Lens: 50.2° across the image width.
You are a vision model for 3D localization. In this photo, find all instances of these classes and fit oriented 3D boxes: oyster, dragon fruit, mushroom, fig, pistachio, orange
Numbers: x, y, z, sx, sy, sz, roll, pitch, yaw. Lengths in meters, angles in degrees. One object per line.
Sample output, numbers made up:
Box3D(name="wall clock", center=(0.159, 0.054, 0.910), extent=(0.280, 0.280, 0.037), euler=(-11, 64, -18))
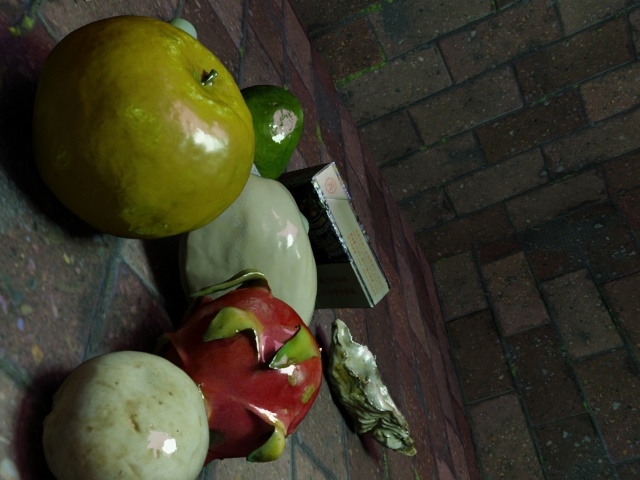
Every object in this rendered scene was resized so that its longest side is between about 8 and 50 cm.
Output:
Box3D(name="oyster", center=(0.098, 0.345, 1.510), extent=(0.341, 0.110, 0.166), euler=(60, 11, -20))
Box3D(name="dragon fruit", center=(-0.108, 0.166, 0.850), extent=(0.227, 0.224, 0.224), euler=(-31, 100, -60))
Box3D(name="mushroom", center=(-0.192, 0.190, 0.678), extent=(0.166, 0.127, 0.166), euler=(36, 25, -20))
Box3D(name="fig", center=(-0.164, -0.210, 1.274), extent=(0.235, 0.203, 0.203), euler=(14, 48, -30))
Box3D(name="pistachio", center=(-0.106, 0.056, 1.025), extent=(0.226, 0.207, 0.332), euler=(-26, 117, -46))
Box3D(name="orange", center=(-0.216, -0.132, 0.834), extent=(0.279, 0.235, 0.279), euler=(44, 23, -25))

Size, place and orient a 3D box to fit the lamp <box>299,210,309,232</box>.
Box3D(name="lamp", center=(-0.076, -0.003, 1.360), extent=(0.121, 0.121, 0.215), euler=(-96, 168, -45))

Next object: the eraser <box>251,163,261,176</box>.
Box3D(name="eraser", center=(-0.169, -0.098, 1.141), extent=(0.287, 0.130, 0.086), euler=(60, 15, -26))

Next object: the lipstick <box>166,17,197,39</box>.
Box3D(name="lipstick", center=(-0.270, -0.305, 1.178), extent=(0.076, 0.076, 0.304), euler=(59, 18, -31))

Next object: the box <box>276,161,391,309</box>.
Box3D(name="box", center=(0.000, 0.000, 1.454), extent=(0.084, 0.198, 0.310), euler=(-41, 113, -40))
